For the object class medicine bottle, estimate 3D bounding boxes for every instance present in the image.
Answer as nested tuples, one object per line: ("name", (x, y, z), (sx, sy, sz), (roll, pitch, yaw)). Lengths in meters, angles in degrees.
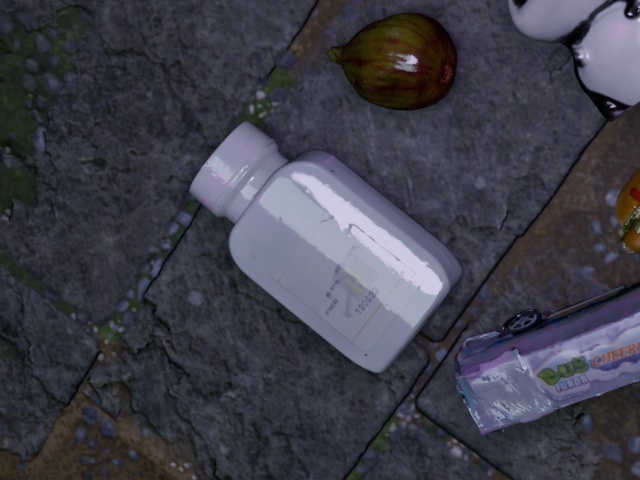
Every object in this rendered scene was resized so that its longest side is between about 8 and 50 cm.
("medicine bottle", (0.000, 0.000, 1.936), (0.296, 0.111, 0.161), (37, 113, 4))

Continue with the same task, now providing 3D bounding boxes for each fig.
("fig", (0.069, -0.192, 1.860), (0.154, 0.103, 0.109), (16, 134, 29))

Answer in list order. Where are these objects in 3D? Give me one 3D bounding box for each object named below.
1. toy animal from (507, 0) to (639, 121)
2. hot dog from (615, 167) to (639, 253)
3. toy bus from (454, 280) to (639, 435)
("toy animal", (0.283, -0.251, 1.728), (0.235, 0.165, 0.187), (48, 132, -1))
("hot dog", (0.393, -0.073, 1.793), (0.104, 0.076, 0.250), (43, 112, 2))
("toy bus", (0.290, 0.114, 1.849), (0.317, 0.138, 0.112), (-24, 95, 22))
